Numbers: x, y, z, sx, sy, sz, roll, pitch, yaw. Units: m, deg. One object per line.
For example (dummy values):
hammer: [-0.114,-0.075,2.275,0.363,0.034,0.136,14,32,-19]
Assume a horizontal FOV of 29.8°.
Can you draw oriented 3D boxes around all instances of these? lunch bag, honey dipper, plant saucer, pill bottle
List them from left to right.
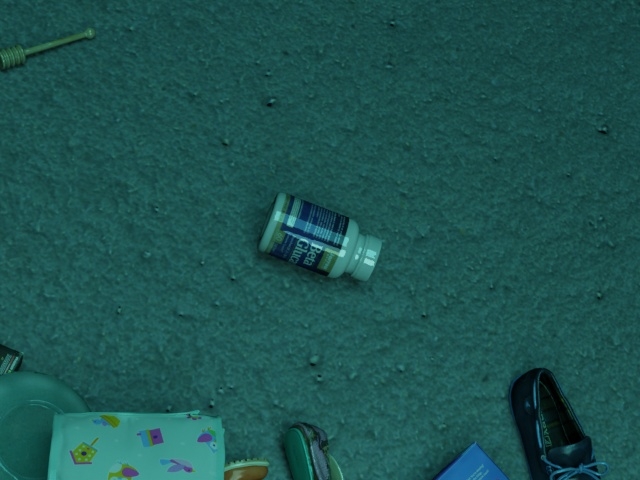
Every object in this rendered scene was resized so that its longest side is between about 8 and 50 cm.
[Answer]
plant saucer: [-0.369,0.258,1.537,0.194,0.037,0.195,11,67,-27]
honey dipper: [-0.415,-0.295,1.834,0.160,0.030,0.030,-22,73,-30]
lunch bag: [-0.224,0.332,1.459,0.223,0.160,0.262,2,63,-8]
pill bottle: [0.000,0.000,1.773,0.169,0.094,0.094,21,60,-6]

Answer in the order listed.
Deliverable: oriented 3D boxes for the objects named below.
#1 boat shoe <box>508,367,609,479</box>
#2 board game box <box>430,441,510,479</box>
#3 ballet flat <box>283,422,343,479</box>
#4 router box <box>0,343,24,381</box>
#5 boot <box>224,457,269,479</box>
boat shoe: [0.342,0.307,1.727,0.109,0.089,0.258,-20,72,-25]
board game box: [0.162,0.469,1.598,0.347,0.078,0.233,-37,79,-29]
ballet flat: [0.004,0.352,1.618,0.079,0.077,0.222,9,60,-35]
router box: [-0.456,0.185,1.572,0.092,0.038,0.122,25,60,-4]
boot: [-0.133,0.340,1.588,0.157,0.059,0.085,-18,74,-15]
